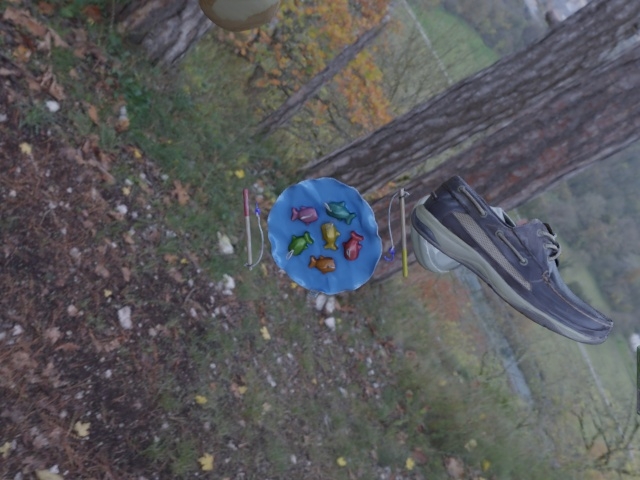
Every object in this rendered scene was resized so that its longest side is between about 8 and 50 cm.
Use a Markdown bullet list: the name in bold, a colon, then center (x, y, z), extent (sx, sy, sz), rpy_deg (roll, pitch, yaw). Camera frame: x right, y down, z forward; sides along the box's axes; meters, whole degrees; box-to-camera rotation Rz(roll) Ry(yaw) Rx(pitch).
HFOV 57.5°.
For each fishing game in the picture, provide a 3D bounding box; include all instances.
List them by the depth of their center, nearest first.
- **fishing game**: center (0.000, 0.000, 0.877), extent (0.041, 0.264, 0.189), rpy_deg (-45, 137, -65)

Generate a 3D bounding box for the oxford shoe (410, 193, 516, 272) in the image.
- **oxford shoe**: center (0.319, -0.015, 1.246), extent (0.449, 0.130, 0.169), rpy_deg (5, 83, -55)

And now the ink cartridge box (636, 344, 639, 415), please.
- **ink cartridge box**: center (0.764, 0.262, 1.206), extent (0.235, 0.056, 0.171), rpy_deg (-18, 110, -17)

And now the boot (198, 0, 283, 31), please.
- **boot**: center (-0.054, -0.437, 0.836), extent (0.104, 0.295, 0.211), rpy_deg (34, 65, -27)

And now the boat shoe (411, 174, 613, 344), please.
- **boat shoe**: center (0.312, 0.023, 0.916), extent (0.355, 0.130, 0.132), rpy_deg (37, 15, 11)
